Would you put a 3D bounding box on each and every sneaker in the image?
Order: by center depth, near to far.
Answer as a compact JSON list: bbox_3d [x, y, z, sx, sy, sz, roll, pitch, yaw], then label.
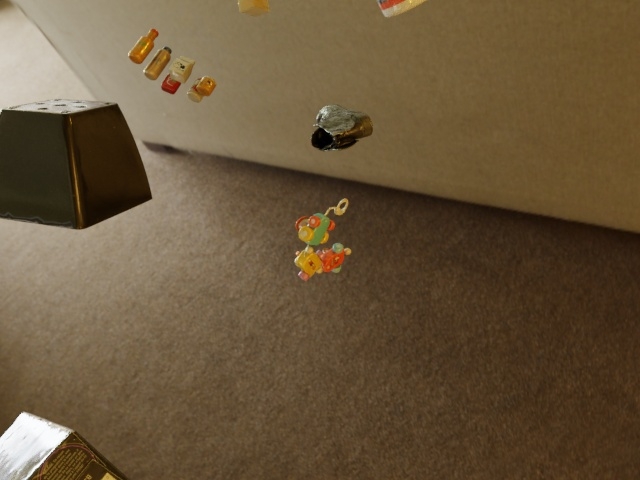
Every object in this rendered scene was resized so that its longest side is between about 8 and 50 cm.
[{"bbox_3d":[0.016,-0.173,1.045,0.089,0.051,0.170,-25,26,-24],"label":"sneaker"}]

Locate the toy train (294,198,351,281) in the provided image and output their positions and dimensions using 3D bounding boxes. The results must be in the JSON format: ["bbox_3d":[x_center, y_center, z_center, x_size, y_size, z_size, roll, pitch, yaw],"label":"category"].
[{"bbox_3d":[0.000,0.000,1.154,0.046,0.166,0.125,33,51,29],"label":"toy train"}]

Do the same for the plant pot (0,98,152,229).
[{"bbox_3d":[-0.401,-0.131,1.060,0.187,0.167,0.188,7,21,19],"label":"plant pot"}]

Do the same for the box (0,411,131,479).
[{"bbox_3d":[-0.398,0.360,0.953,0.270,0.143,0.165,-9,35,53],"label":"box"}]

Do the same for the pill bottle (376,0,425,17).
[{"bbox_3d":[0.099,-0.434,0.969,0.108,0.193,0.108,-26,19,10],"label":"pill bottle"}]

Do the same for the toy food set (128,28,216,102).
[{"bbox_3d":[-0.363,-0.447,1.737,0.232,0.111,0.104,23,65,6],"label":"toy food set"}]

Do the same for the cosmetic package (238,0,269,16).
[{"bbox_3d":[-0.145,-0.532,1.401,0.041,0.060,0.115,-8,93,31],"label":"cosmetic package"}]
